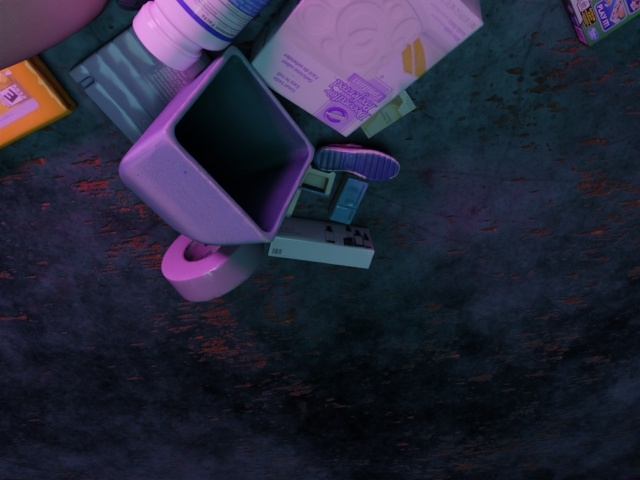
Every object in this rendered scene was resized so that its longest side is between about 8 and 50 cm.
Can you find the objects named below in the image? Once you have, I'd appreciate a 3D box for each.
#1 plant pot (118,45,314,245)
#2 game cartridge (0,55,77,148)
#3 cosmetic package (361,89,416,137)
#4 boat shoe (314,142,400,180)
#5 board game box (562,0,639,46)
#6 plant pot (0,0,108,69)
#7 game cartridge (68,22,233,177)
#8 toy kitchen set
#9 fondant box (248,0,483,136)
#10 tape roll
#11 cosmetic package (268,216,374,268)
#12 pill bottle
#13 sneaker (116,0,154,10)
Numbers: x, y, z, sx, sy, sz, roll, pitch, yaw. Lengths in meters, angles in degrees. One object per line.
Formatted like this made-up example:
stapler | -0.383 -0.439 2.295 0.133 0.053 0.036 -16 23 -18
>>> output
plant pot | -0.207 -0.141 0.892 0.252 0.247 0.248 -12 132 38
game cartridge | -0.682 -0.296 0.921 0.324 0.052 0.285 -23 125 11
cosmetic package | 0.129 -0.268 1.013 0.115 0.041 0.060 -32 123 18
boat shoe | 0.079 -0.178 1.060 0.183 0.066 0.066 11 123 -6
board game box | 0.500 -0.531 0.848 0.214 0.046 0.317 -33 122 19
plant pot | -0.482 -0.356 0.708 0.257 0.273 0.256 8 144 6
game cartridge | -0.275 -0.251 0.984 0.230 0.068 0.355 -29 123 12
toy kitchen set | -0.005 -0.081 1.063 0.207 0.166 0.122 14 124 -15
fondant box | 0.065 -0.349 0.838 0.238 0.096 0.330 27 142 -29
tape roll | -0.236 0.031 1.094 0.219 0.219 0.072 -21 126 11
cosmetic package | 0.000 0.000 1.168 0.239 0.098 0.060 8 123 -11
pill bottle | -0.164 -0.398 0.771 0.272 0.152 0.152 -36 121 24
sneaker | -0.246 -0.515 0.782 0.319 0.112 0.131 -37 93 26
